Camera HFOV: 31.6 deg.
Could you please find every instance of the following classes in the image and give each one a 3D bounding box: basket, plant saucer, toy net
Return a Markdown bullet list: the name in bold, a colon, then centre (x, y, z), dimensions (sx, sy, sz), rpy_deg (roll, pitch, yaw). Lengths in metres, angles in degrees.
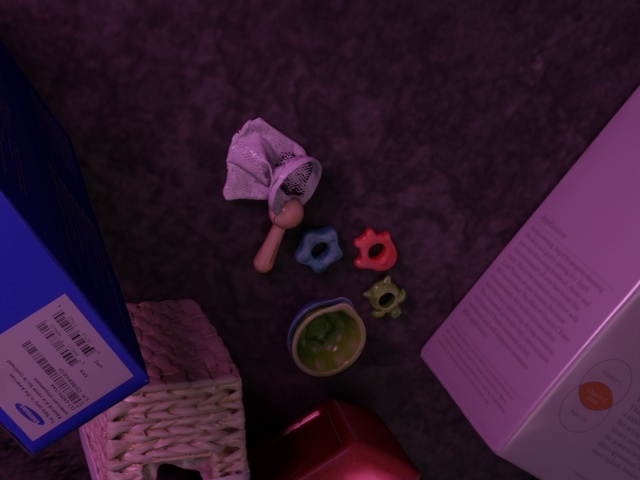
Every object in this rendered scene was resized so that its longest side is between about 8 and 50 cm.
- **basket**: centre (-0.126, 0.122, 0.879), dimensions (0.113, 0.167, 0.103), rpy_deg (-4, 112, -19)
- **plant saucer**: centre (-0.056, 0.216, 0.924), dimensions (0.258, 0.259, 0.048), rpy_deg (-32, 93, -3)
- **toy net**: centre (0.000, 0.000, 0.933), dimensions (0.122, 0.045, 0.232), rpy_deg (-25, 121, -7)

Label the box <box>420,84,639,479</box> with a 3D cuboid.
- **box**: centre (0.294, 0.054, 0.999), dimensions (0.215, 0.168, 0.345), rpy_deg (33, 101, -30)

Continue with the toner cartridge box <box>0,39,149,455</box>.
- **toner cartridge box**: centre (-0.200, -0.045, 0.657), dimensions (0.075, 0.348, 0.165), rpy_deg (-31, 122, -3)
